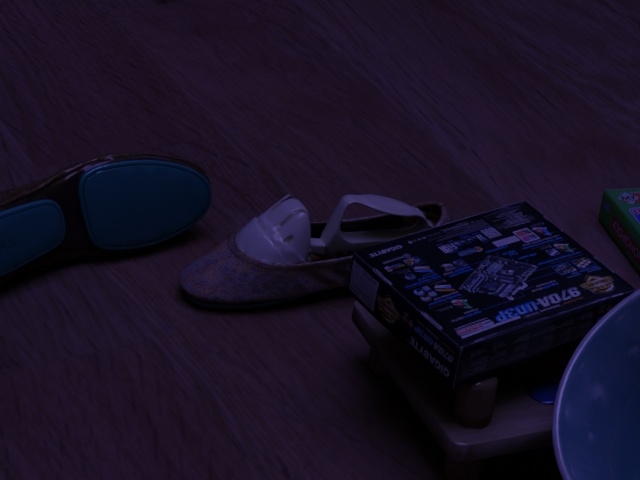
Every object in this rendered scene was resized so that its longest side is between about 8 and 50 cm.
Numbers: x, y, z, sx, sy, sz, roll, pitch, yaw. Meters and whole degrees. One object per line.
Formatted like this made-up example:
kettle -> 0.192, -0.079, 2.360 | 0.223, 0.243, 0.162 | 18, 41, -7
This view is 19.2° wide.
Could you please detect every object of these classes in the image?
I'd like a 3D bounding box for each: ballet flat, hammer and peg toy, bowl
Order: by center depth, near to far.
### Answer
bowl -> 0.381, 0.188, 1.703 | 0.311, 0.163, 0.312 | -14, 49, 17
hammer and peg toy -> 0.243, 0.112, 1.894 | 0.361, 0.127, 0.266 | -7, 34, -21
ballet flat -> 0.000, 0.000, 2.049 | 0.316, 0.106, 0.107 | -7, 34, -20
ballet flat -> -0.288, -0.028, 2.062 | 0.342, 0.116, 0.124 | -21, 22, -31

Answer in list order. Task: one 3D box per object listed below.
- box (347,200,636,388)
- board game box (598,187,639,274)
box -> 0.164, 0.047, 1.815 | 0.220, 0.051, 0.175 | -16, 40, -31
board game box -> 0.512, 0.003, 2.199 | 0.317, 0.046, 0.213 | -4, 32, -16
